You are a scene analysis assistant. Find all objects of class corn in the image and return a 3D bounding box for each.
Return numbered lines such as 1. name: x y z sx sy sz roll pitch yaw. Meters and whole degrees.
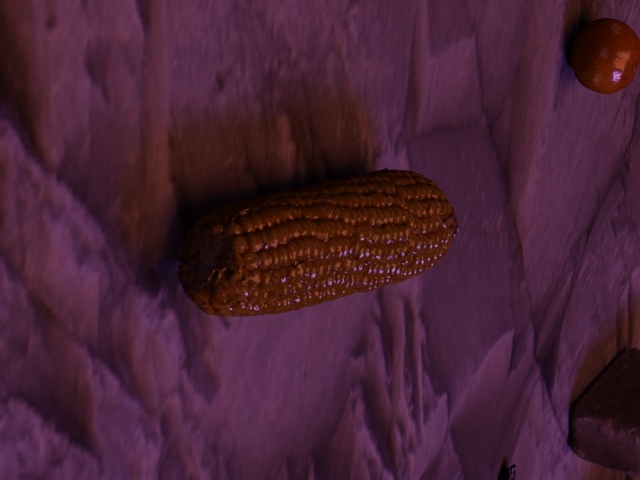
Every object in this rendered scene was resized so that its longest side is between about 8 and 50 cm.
1. corn: 0.000 0.000 0.966 0.293 0.106 0.106 -10 112 -48

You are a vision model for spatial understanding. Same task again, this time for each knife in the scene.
1. knife: 0.215 0.321 1.452 0.031 0.018 0.121 -10 110 -53

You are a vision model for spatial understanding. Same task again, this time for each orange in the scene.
1. orange: 0.308 -0.198 1.311 0.083 0.070 0.083 -33 133 -44

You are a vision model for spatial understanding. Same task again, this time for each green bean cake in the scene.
1. green bean cake: 0.413 0.221 1.595 0.179 0.109 0.085 -35 129 -40
